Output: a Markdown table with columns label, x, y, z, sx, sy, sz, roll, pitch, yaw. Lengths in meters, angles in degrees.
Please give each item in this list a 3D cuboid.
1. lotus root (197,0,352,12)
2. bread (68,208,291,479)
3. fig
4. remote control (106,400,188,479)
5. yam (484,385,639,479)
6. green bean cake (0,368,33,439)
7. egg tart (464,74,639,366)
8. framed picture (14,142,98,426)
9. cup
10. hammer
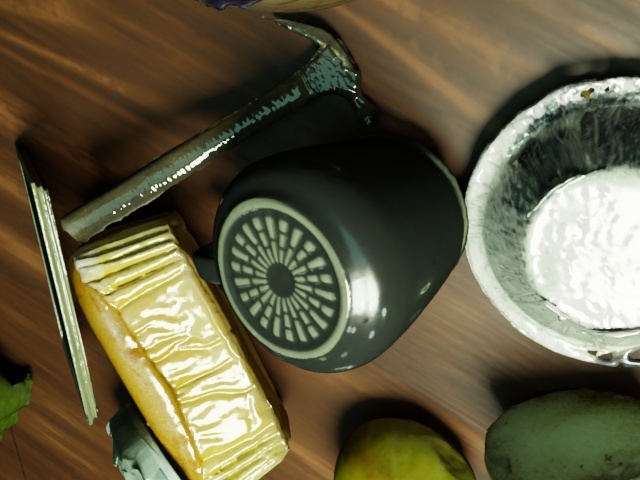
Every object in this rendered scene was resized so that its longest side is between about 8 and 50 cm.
| label | x | y | z | sx | sy | sz | roll | pitch | yaw |
| --- | --- | --- | --- | --- | --- | --- | --- | --- | --- |
| lotus root | -0.024 | -0.273 | 0.446 | 0.272 | 0.192 | 0.272 | 7 | 105 | 25 |
| bread | -0.131 | 0.110 | 0.670 | 0.119 | 0.152 | 0.288 | -27 | 102 | 0 |
| fig | 0.082 | 0.245 | 0.661 | 0.153 | 0.120 | 0.136 | 8 | 111 | 46 |
| remote control | -0.177 | 0.230 | 0.712 | 0.104 | 0.052 | 0.247 | 56 | 162 | -7 |
| yam | 0.257 | 0.265 | 0.573 | 0.161 | 0.161 | 0.268 | -24 | 100 | 28 |
| green bean cake | -0.572 | 0.178 | 0.848 | 0.319 | 0.218 | 0.335 | 48 | 114 | 6 |
| egg tart | 0.220 | -0.005 | 0.513 | 0.234 | 0.094 | 0.234 | 8 | 111 | 20 |
| framed picture | -0.274 | 0.038 | 0.703 | 0.197 | 0.014 | 0.252 | 32 | 131 | 57 |
| cup | 0.000 | 0.000 | 0.554 | 0.223 | 0.176 | 0.169 | -1 | 111 | 40 |
| hammer | -0.101 | -0.082 | 0.592 | 0.297 | 0.027 | 0.125 | -31 | 95 | 10 |
